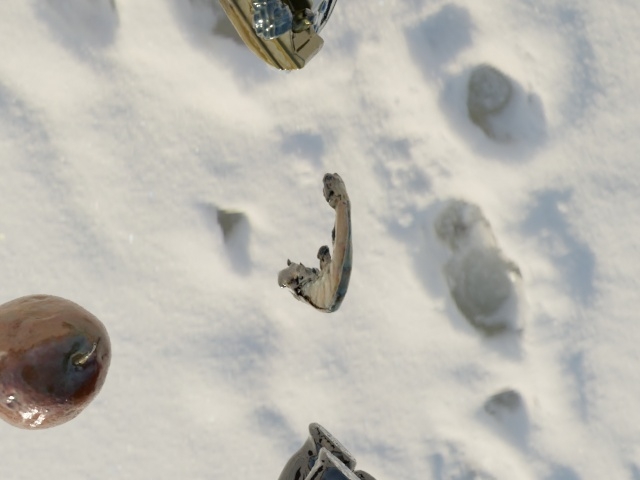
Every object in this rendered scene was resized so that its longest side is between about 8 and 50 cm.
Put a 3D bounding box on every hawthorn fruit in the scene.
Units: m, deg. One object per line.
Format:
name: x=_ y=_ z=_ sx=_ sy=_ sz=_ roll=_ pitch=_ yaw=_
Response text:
hawthorn fruit: x=-0.282 y=0.138 z=1.343 sx=0.149 sy=0.189 sz=0.149 roll=-26 pitch=127 yaw=-42

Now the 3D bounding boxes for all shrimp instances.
shrimp: x=-0.003 y=0.000 z=1.362 sx=0.035 sy=0.195 sz=0.148 roll=2 pitch=93 yaw=-21

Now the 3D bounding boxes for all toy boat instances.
toy boat: x=-0.075 y=-0.315 z=1.238 sx=0.115 sy=0.089 sz=0.310 roll=-19 pitch=106 yaw=34

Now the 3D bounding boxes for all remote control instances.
remote control: x=-0.021 y=-0.291 z=1.645 sx=0.047 sy=0.244 sz=0.087 roll=20 pitch=123 yaw=6

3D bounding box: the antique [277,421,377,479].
antique: x=-0.030 y=0.340 z=1.285 sx=0.185 sy=0.322 sz=0.255 roll=40 pitch=92 yaw=-5
